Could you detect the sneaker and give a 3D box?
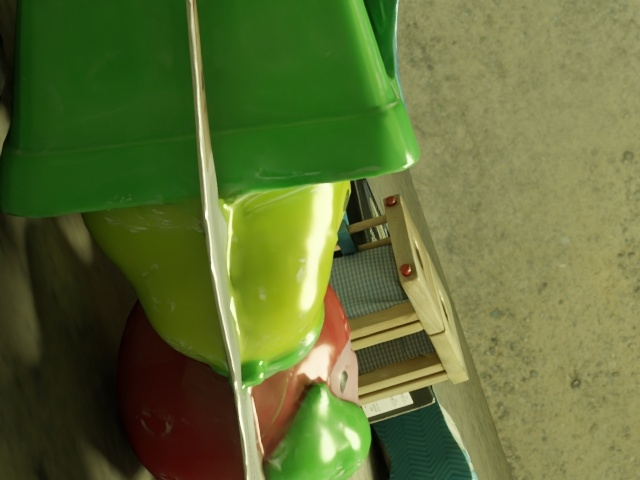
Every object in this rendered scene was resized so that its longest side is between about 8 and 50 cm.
[{"bbox_3d":[0.103,0.218,1.387,0.092,0.087,0.228,58,14,-30],"label":"sneaker"}]

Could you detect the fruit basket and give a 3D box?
[{"bbox_3d":[-0.029,0.002,0.700,0.327,0.165,0.353,-103,180,-70],"label":"fruit basket"}]

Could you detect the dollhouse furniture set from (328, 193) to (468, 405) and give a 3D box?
[{"bbox_3d":[0.000,0.000,1.023,0.129,0.129,0.183,62,14,-52],"label":"dollhouse furniture set"}]

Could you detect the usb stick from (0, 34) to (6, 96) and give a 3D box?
[{"bbox_3d":[-0.170,-0.148,0.484,0.077,0.045,0.278,-97,166,-52],"label":"usb stick"}]

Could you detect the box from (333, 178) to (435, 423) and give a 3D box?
[{"bbox_3d":[0.023,0.035,1.295,0.147,0.077,0.180,-99,168,-51],"label":"box"}]
